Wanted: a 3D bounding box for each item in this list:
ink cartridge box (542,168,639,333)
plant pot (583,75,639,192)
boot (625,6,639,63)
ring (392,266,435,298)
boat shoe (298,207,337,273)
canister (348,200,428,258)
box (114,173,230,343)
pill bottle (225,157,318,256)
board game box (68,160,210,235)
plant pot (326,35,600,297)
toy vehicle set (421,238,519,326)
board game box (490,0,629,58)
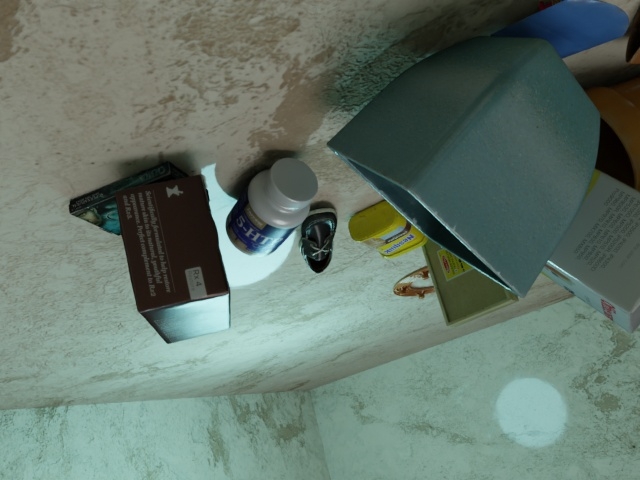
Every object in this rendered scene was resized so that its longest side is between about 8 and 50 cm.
[{"bbox_3d":[0.397,-0.031,0.964,0.160,0.385,0.279,-54,149,6],"label":"ink cartridge box"},{"bbox_3d":[0.535,-0.190,0.972,0.188,0.205,0.205,-30,159,-3],"label":"plant pot"},{"bbox_3d":[0.532,-0.273,0.846,0.152,0.073,0.197,-9,124,5],"label":"boot"},{"bbox_3d":[0.402,0.128,1.873,0.337,0.032,0.336,-12,159,-5],"label":"ring"},{"bbox_3d":[0.000,0.000,1.229,0.084,0.079,0.233,-9,157,-10],"label":"boat shoe"},{"bbox_3d":[0.152,-0.023,1.278,0.126,0.073,0.170,-26,155,25],"label":"canister"},{"bbox_3d":[-0.239,0.055,0.989,0.143,0.191,0.381,-12,165,-14],"label":"box"},{"bbox_3d":[-0.082,-0.057,0.982,0.112,0.112,0.187,-2,155,-31],"label":"pill bottle"},{"bbox_3d":[-0.295,-0.064,0.942,0.186,0.026,0.126,-20,159,13],"label":"board game box"},{"bbox_3d":[0.209,-0.125,0.757,0.248,0.247,0.252,38,94,-29],"label":"plant pot"},{"bbox_3d":[0.317,0.040,1.274,0.035,0.266,0.166,9,149,-44],"label":"toy vehicle set"},{"bbox_3d":[0.314,-0.287,0.757,0.133,0.033,0.169,8,172,-33],"label":"board game box"}]
